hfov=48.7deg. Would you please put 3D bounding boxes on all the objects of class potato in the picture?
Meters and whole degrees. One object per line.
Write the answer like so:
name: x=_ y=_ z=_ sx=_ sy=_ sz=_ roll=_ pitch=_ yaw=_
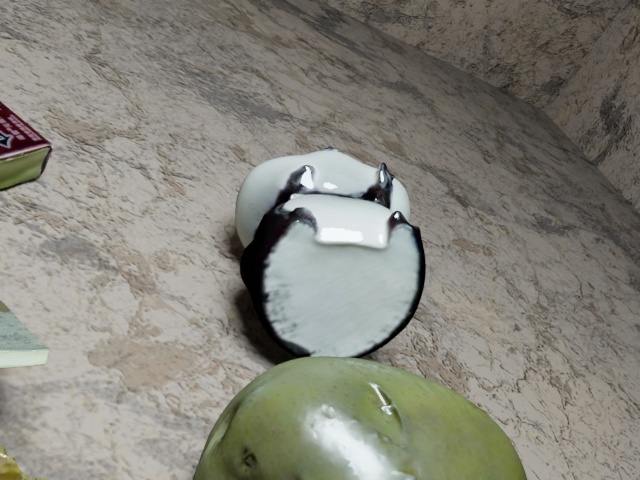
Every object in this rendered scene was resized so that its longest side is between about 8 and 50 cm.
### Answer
potato: x=0.052 y=0.234 z=0.638 sx=0.326 sy=0.221 sz=0.243 roll=23 pitch=21 yaw=-26

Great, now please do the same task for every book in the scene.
book: x=-0.336 y=0.067 z=0.613 sx=0.139 sy=0.016 sz=0.199 roll=6 pitch=10 yaw=-42

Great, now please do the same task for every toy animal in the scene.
toy animal: x=0.000 y=0.000 z=0.959 sx=0.251 sy=0.250 sz=0.310 roll=25 pitch=19 yaw=-15

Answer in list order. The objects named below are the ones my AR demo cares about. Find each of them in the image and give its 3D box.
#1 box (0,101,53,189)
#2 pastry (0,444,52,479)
box: x=-0.455 y=-0.153 z=0.873 sx=0.224 sy=0.069 sz=0.120 roll=40 pitch=29 yaw=8
pastry: x=-0.167 y=0.263 z=0.488 sx=0.154 sy=0.102 sz=0.250 roll=-17 pitch=58 yaw=-41
